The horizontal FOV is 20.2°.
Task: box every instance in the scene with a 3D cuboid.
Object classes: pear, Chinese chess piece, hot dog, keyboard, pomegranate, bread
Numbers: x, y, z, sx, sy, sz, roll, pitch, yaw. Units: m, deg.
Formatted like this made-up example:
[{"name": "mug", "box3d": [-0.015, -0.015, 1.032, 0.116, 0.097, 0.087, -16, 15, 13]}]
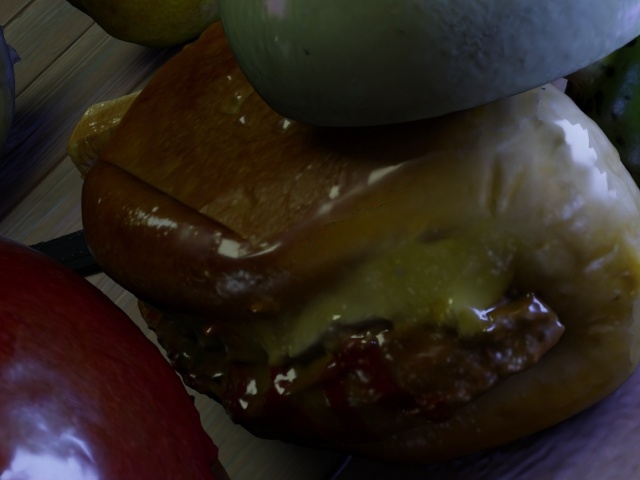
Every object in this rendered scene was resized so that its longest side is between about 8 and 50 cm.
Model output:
[{"name": "pear", "box3d": [-0.158, -0.275, 1.694, 0.200, 0.200, 0.200, -28, 26, 15]}, {"name": "Chinese chess piece", "box3d": [0.061, -0.139, 0.891, 0.238, 0.092, 0.238, -16, 20, 6]}, {"name": "hot dog", "box3d": [0.001, 0.001, 1.009, 0.223, 0.185, 0.405, -38, 25, -13]}, {"name": "keyboard", "box3d": [-0.176, 0.005, 1.422, 0.204, 0.013, 0.061, -16, 31, 34]}, {"name": "pomegranate", "box3d": [0.174, -0.087, 1.003, 0.122, 0.161, 0.122, -50, 21, 27]}, {"name": "bread", "box3d": [-0.151, -0.094, 1.523, 0.132, 0.053, 0.074, -20, 33, 29]}]

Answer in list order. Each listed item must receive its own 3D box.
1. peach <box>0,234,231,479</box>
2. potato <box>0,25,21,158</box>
[{"name": "peach", "box3d": [-0.215, 0.158, 0.807, 0.335, 0.310, 0.406, -42, 34, 20]}, {"name": "potato", "box3d": [-0.454, -0.113, 1.677, 0.442, 0.319, 0.385, -88, 16, -50]}]
